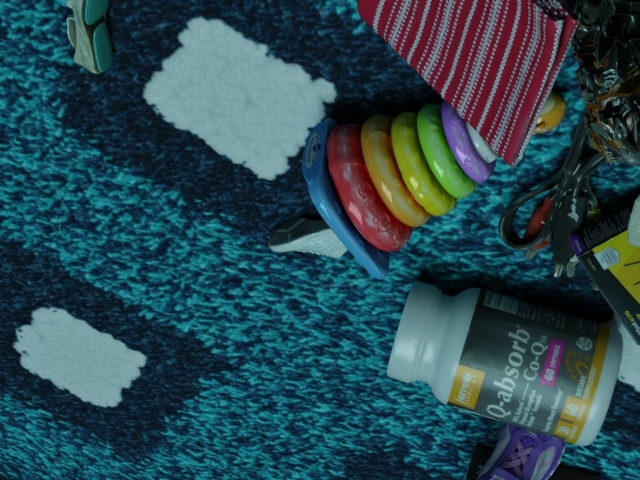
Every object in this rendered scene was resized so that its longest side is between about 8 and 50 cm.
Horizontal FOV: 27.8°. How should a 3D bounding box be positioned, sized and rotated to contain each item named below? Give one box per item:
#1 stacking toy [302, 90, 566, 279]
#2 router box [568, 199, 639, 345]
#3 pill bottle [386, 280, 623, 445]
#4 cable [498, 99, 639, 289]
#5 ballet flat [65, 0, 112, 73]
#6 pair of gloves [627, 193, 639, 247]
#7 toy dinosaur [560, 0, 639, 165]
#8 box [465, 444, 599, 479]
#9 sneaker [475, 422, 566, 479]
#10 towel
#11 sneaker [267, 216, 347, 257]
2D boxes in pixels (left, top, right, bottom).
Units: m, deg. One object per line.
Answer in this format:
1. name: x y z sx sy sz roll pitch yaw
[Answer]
1. stacking toy: 0.143 -0.100 1.495 0.302 0.175 0.166 -23 123 24
2. router box: 0.393 0.031 1.531 0.133 0.046 0.179 -30 126 16
3. pill bottle: 0.236 0.153 1.676 0.278 0.162 0.162 16 136 7
4. cable: 0.299 -0.071 1.530 0.139 0.072 0.287 23 126 20
5. ballet flat: -0.284 -0.271 1.557 0.052 0.057 0.168 22 137 15
6. pair of gloves: 0.415 -0.032 1.263 0.204 0.042 0.240 22 143 11
7. toy dinosaur: 0.290 -0.229 1.270 0.164 0.218 0.322 -32 109 -5
8. box: 0.300 0.499 2.004 0.191 0.143 0.381 12 134 12
9. sneaker: 0.265 0.322 1.791 0.095 0.236 0.104 30 179 14
10. towel: 0.138 -0.230 1.330 0.275 0.031 0.199 50 145 28
11. sneaker: 0.000 0.000 1.703 0.152 0.054 0.061 -11 130 30
